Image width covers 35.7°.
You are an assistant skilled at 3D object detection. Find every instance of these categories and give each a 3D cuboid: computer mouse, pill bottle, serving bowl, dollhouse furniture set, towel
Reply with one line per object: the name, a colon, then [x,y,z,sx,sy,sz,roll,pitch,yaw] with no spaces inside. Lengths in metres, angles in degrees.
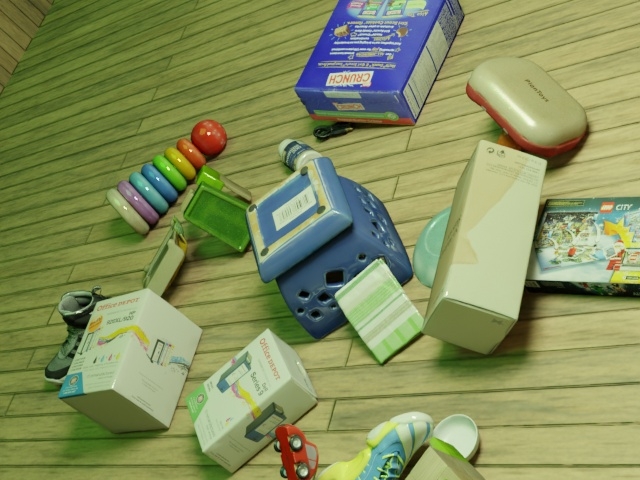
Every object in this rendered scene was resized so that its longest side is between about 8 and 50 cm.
computer mouse: [0.047,-0.314,2.236,0.106,0.042,0.193,-15,47,36]
pill bottle: [-0.046,-0.182,2.181,0.067,0.067,0.120,-47,37,-2]
serving bowl: [0.208,0.308,1.512,0.083,0.027,0.083,-26,40,24]
dollhouse furniture set: [-0.268,0.011,2.220,0.301,0.151,0.197,-58,14,12]
towel: [0.105,0.123,1.733,0.113,0.023,0.152,-41,68,15]

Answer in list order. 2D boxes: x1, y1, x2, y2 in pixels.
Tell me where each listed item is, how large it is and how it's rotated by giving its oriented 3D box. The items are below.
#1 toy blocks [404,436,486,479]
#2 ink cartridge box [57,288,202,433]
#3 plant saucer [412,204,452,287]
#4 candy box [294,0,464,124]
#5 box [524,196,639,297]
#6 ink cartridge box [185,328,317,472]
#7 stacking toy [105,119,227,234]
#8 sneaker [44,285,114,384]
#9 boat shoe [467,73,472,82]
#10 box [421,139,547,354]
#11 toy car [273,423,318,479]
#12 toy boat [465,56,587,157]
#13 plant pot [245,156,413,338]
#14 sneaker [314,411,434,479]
toy blocks: [0.173,0.467,1.304,0.261,0.191,0.381,-56,35,6]
ink cartridge box: [-0.383,0.247,2.019,0.171,0.168,0.232,-14,46,36]
plant saucer: [0.238,-0.004,1.768,0.195,0.037,0.195,-25,42,25]
candy box: [0.129,-0.408,2.148,0.268,0.122,0.317,9,61,34]
box: [0.440,0.008,1.555,0.233,0.044,0.159,1,57,44]
ink cartridge box: [-0.126,0.287,1.800,0.212,0.093,0.154,-39,37,6]
stacking toy: [-0.360,-0.167,2.436,0.330,0.141,0.141,-42,36,-5]
sneaker: [-0.553,0.204,2.235,0.268,0.153,0.101,-39,37,9]
boat shoe: [0.365,-0.302,1.905,0.063,0.066,0.184,-48,35,-20]
box: [0.267,0.010,1.610,0.148,0.121,0.311,109,179,-58]
toy car: [-0.019,0.426,1.529,0.239,0.053,0.225,55,140,37]
toy boat: [0.354,-0.219,1.782,0.151,0.151,0.231,-20,57,-30]
plant pot: [0.000,0.000,1.848,0.236,0.212,0.236,-35,37,14]
sneaker: [0.095,0.369,1.523,0.240,0.091,0.126,-43,45,24]
